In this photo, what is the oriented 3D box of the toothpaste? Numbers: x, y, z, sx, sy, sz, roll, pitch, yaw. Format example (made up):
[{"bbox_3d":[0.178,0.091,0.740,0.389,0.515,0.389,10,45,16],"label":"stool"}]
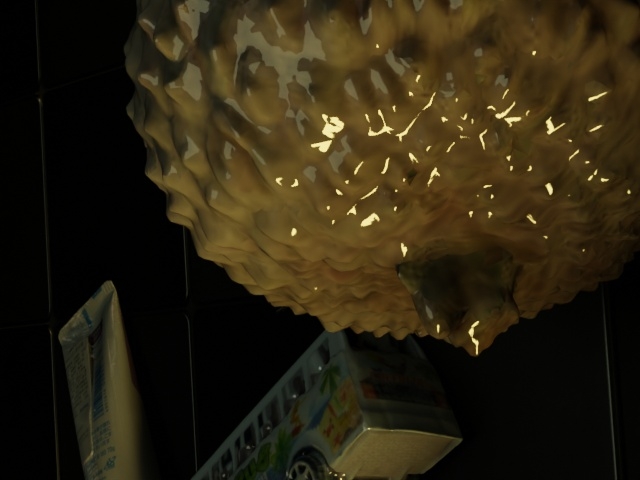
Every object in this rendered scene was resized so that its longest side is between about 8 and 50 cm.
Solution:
[{"bbox_3d":[-0.203,0.193,1.542,0.114,0.073,0.299,-45,51,40],"label":"toothpaste"}]

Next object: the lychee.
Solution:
[{"bbox_3d":[0.059,-0.127,1.005,0.380,0.380,0.432,-35,52,43],"label":"lychee"}]

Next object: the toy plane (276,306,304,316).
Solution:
[{"bbox_3d":[0.001,0.000,1.315,0.197,0.053,0.078,-54,43,39],"label":"toy plane"}]

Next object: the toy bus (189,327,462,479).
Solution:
[{"bbox_3d":[-0.023,0.206,1.303,0.330,0.109,0.136,-50,45,36],"label":"toy bus"}]
